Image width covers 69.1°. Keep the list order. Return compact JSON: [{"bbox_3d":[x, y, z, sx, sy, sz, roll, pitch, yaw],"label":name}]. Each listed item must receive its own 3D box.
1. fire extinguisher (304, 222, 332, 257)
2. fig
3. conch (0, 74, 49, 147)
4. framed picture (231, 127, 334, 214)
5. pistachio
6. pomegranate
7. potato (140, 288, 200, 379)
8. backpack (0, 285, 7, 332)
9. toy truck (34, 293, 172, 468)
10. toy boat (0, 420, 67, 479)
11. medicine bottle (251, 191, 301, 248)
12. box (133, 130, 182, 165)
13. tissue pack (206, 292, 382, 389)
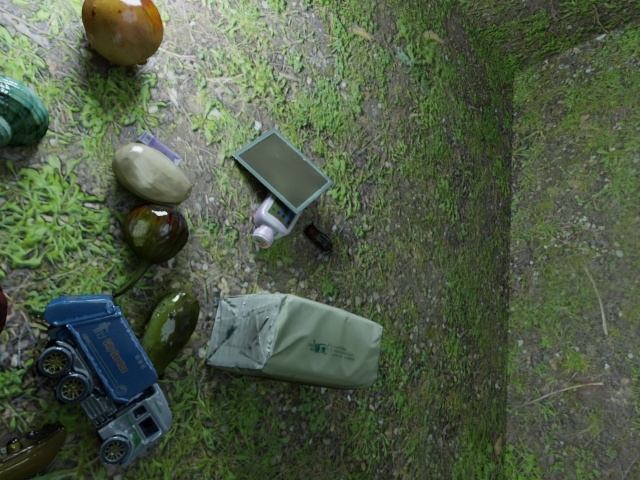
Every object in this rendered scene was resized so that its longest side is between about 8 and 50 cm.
[{"bbox_3d":[0.000,0.000,1.557,0.132,0.039,0.056,43,63,-28],"label":"fire extinguisher"},{"bbox_3d":[-0.417,0.030,1.106,0.149,0.149,0.245,33,71,-33],"label":"fig"},{"bbox_3d":[-0.660,-0.255,0.947,0.188,0.122,0.175,-57,142,-32],"label":"conch"},{"bbox_3d":[-0.112,-0.219,1.448,0.274,0.017,0.217,44,51,5],"label":"framed picture"},{"bbox_3d":[-0.419,-0.152,1.144,0.200,0.117,0.145,44,38,-34],"label":"pistachio"},{"bbox_3d":[-0.484,-0.522,1.133,0.191,0.191,0.191,12,72,-41],"label":"pomegranate"},{"bbox_3d":[-0.369,0.223,1.121,0.117,0.090,0.225,38,63,-38],"label":"potato"},{"bbox_3d":[-0.688,0.145,0.818,0.230,0.139,0.228,-5,99,-32],"label":"backpack"},{"bbox_3d":[-0.448,0.277,0.967,0.175,0.146,0.366,-29,104,-22],"label":"toy truck"},{"bbox_3d":[-0.633,0.398,0.828,0.321,0.089,0.121,-9,94,-41],"label":"toy boat"},{"bbox_3d":[-0.133,-0.075,1.420,0.115,0.078,0.219,42,54,-20],"label":"medicine bottle"},{"bbox_3d":[-0.422,-0.231,1.208,0.117,0.051,0.036,41,62,-30],"label":"box"},{"bbox_3d":[-0.065,0.277,1.251,0.381,0.297,0.207,24,67,-39],"label":"tissue pack"}]
